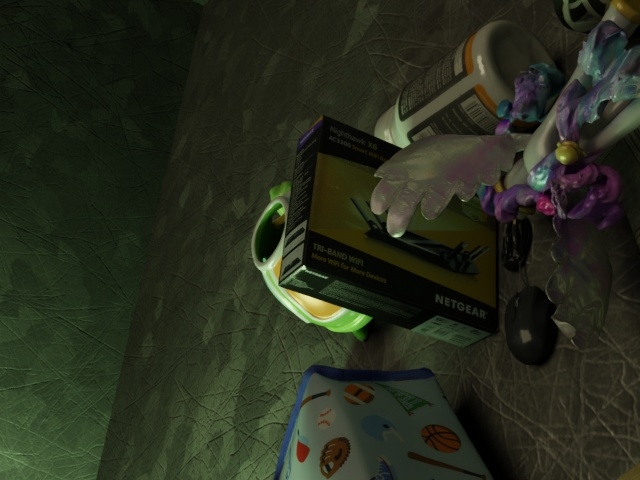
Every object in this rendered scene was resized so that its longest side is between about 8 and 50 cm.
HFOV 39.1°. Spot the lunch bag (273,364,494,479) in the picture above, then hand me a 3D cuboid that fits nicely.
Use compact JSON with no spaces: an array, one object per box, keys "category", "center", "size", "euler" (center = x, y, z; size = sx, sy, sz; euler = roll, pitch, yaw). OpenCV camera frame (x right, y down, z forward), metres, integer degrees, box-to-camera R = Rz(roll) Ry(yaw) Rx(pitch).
[{"category":"lunch bag","center":[0.052,0.406,1.158],"size":[0.328,0.239,0.385],"euler":[-113,34,-56]}]

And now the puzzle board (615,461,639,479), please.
[{"category":"puzzle board","center":[0.357,0.257,0.914],"size":[0.128,0.011,0.096],"euler":[-52,31,32]}]

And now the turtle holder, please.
[{"category":"turtle holder","center":[0.010,-0.004,1.552],"size":[0.243,0.227,0.320],"euler":[-41,37,45]}]

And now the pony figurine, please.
[{"category":"pony figurine","center":[0.273,-0.095,1.028],"size":[0.351,0.303,0.363],"euler":[-45,-8,-50]}]

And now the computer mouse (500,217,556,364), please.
[{"category":"computer mouse","center":[0.267,0.058,1.213],"size":[0.071,0.041,0.242],"euler":[-46,32,40]}]

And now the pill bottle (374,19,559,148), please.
[{"category":"pill bottle","center":[0.214,-0.201,1.378],"size":[0.278,0.162,0.162],"euler":[-31,44,52]}]

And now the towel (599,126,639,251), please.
[{"category":"towel","center":[0.442,-0.096,0.971],"size":[0.312,0.056,0.324],"euler":[-48,32,36]}]

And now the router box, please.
[{"category":"router box","center":[0.105,-0.010,1.274],"size":[0.081,0.309,0.243],"euler":[-39,38,51]}]

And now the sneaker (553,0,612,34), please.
[{"category":"sneaker","center":[0.363,-0.315,1.085],"size":[0.146,0.330,0.122],"euler":[33,97,28]}]
